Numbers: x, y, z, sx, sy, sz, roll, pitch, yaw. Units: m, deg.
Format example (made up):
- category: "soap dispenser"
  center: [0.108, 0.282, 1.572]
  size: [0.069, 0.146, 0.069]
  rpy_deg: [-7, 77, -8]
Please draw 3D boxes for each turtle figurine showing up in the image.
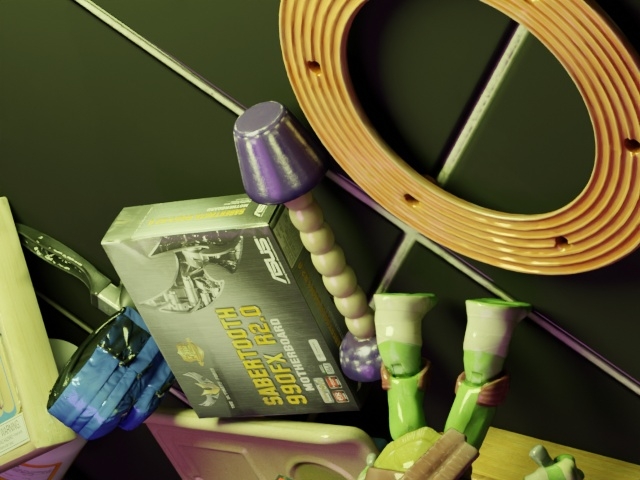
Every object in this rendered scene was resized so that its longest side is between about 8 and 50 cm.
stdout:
- category: "turtle figurine"
  center: [0.124, 0.181, 1.574]
  size: [0.198, 0.274, 0.266]
  rpy_deg: [6, 93, 63]

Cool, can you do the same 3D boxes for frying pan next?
- category: "frying pan"
  center: [-0.178, 0.060, 1.855]
  size: [0.326, 0.053, 0.197]
  rpy_deg: [38, 145, -3]

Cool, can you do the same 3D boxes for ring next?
- category: "ring"
  center: [0.116, -0.109, 1.385]
  size: [0.336, 0.032, 0.336]
  rpy_deg: [26, 143, 21]

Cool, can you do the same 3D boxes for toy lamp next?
- category: "toy lamp"
  center: [0.000, 0.000, 1.583]
  size: [0.080, 0.080, 0.275]
  rpy_deg: [8, 136, 39]

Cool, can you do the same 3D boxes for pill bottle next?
- category: "pill bottle"
  center: [-0.331, 0.205, 2.083]
  size: [0.136, 0.136, 0.246]
  rpy_deg: [39, 146, 1]

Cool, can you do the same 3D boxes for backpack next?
- category: "backpack"
  center: [-0.207, 0.142, 1.823]
  size: [0.101, 0.120, 0.098]
  rpy_deg: [38, 146, 1]

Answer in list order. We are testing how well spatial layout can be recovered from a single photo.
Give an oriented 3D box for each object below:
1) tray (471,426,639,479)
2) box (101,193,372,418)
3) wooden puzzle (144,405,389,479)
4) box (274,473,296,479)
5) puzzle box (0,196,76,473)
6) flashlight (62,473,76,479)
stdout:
- category: "tray"
  center: [0.262, 0.362, 1.751]
  size: [0.203, 0.076, 0.411]
  rpy_deg: [11, 136, 36]
- category: "box"
  center: [-0.074, 0.064, 1.706]
  size: [0.183, 0.056, 0.231]
  rpy_deg: [-6, 127, 27]
- category: "wooden puzzle"
  center: [-0.001, 0.280, 1.914]
  size: [0.322, 0.080, 0.348]
  rpy_deg: [1, 136, 44]
- category: "box"
  center: [0.035, 0.340, 1.838]
  size: [0.159, 0.044, 0.233]
  rpy_deg: [18, 145, 26]
- category: "puzzle box"
  center: [-0.431, 0.143, 2.021]
  size: [0.409, 0.052, 0.272]
  rpy_deg: [-27, 77, 46]
- category: "flashlight"
  center: [-0.249, 0.410, 2.272]
  size: [0.304, 0.103, 0.103]
  rpy_deg: [41, 145, 0]
